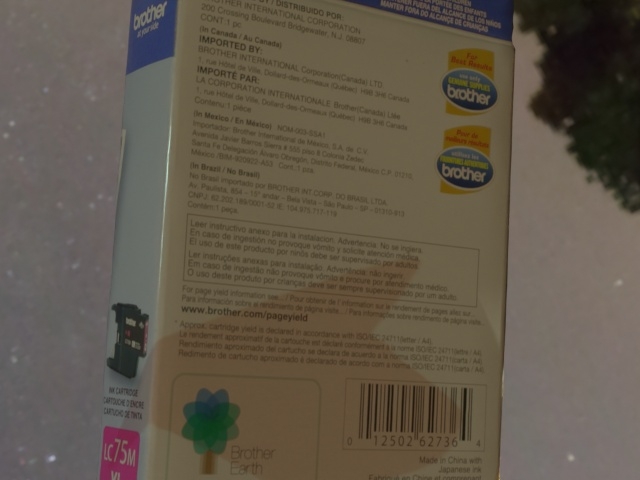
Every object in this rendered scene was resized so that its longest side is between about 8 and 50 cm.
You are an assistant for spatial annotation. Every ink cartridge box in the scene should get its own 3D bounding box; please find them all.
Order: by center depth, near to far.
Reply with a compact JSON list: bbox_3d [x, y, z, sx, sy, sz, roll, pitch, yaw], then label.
[{"bbox_3d":[0.000,0.000,0.556,0.186,0.065,0.311,7,-94,-32],"label":"ink cartridge box"}]
